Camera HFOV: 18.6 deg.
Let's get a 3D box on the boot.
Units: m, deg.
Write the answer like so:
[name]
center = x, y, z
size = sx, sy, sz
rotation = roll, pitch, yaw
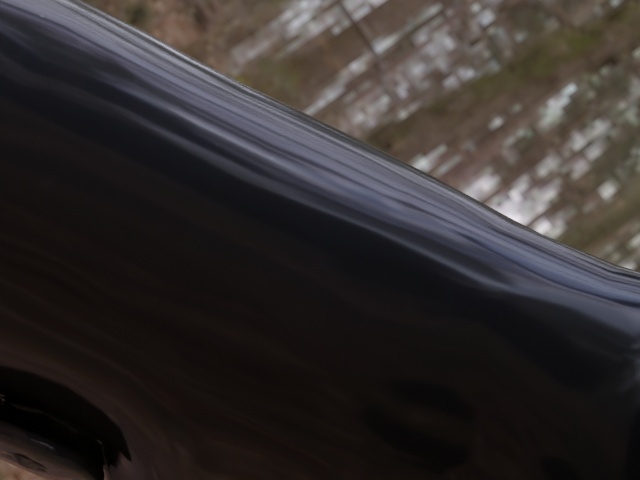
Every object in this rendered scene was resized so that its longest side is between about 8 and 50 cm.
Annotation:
[boot]
center = 0.000, 0.001, 0.423
size = 0.445, 0.146, 0.367
rotation = 30, -22, 14
